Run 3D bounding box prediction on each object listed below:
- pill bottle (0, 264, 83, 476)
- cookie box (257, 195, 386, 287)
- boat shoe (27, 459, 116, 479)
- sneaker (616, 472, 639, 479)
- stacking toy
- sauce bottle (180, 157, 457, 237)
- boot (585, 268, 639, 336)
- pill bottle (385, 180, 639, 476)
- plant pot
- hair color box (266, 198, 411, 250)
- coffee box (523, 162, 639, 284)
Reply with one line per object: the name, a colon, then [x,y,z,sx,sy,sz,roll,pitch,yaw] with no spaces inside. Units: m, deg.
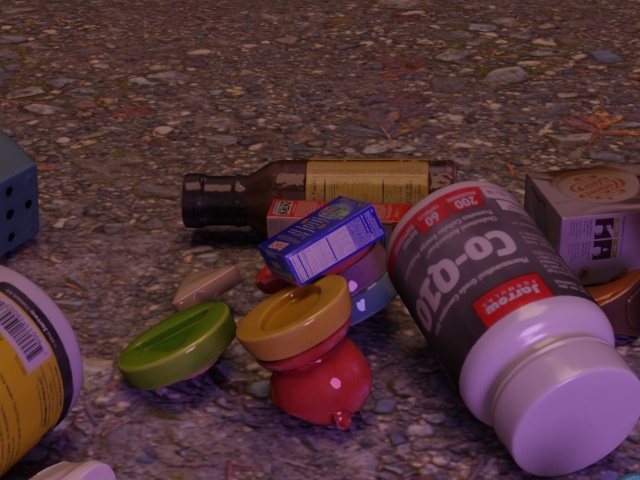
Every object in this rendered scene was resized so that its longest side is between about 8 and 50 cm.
pill bottle: [-0.375,0.168,1.119,0.188,0.187,0.334,12,30,23]
cookie box: [0.000,0.000,1.314,0.107,0.040,0.092,-31,17,-14]
boat shoe: [-0.259,0.243,1.109,0.063,0.066,0.184,1,26,35]
sneaker: [0.233,0.284,0.954,0.107,0.110,0.275,2,28,7]
stacking toy: [-0.048,0.104,1.374,0.280,0.130,0.309,-20,17,23]
sauce bottle: [-0.001,-0.051,1.612,0.344,0.111,0.111,1,27,5]
boot: [0.272,0.069,1.415,0.152,0.073,0.197,13,28,33]
pill bottle: [0.187,0.082,1.256,0.161,0.161,0.283,-10,40,-17]
plant pot: [-0.480,-0.070,1.625,0.234,0.165,0.166,21,34,23]
hair color box: [0.023,0.005,1.522,0.167,0.093,0.053,2,27,8]
coffee box: [0.386,-0.025,1.557,0.247,0.098,0.141,-5,28,-7]
